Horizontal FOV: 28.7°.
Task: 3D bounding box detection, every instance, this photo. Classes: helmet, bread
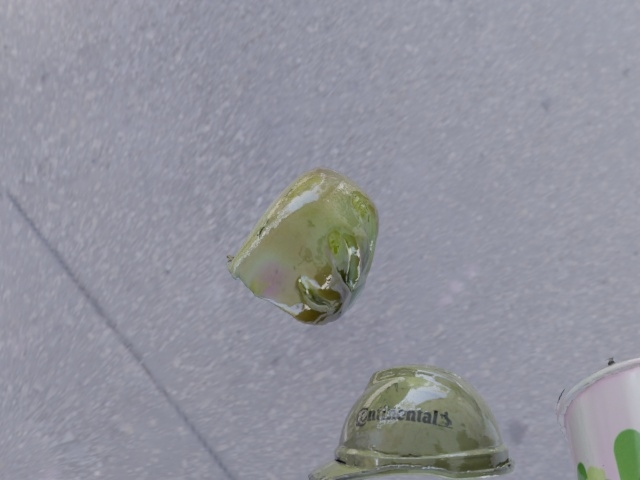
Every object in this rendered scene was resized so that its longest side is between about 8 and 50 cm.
[{"bbox_3d":[0.109,0.224,1.558,0.257,0.204,0.137,-4,87,9],"label":"helmet"},{"bbox_3d":[-0.003,0.002,1.545,0.158,0.156,0.261,35,50,5],"label":"bread"}]

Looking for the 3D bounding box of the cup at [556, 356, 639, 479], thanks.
[{"bbox_3d":[0.389,0.291,1.332,0.253,0.253,0.274,11,53,-13],"label":"cup"}]
